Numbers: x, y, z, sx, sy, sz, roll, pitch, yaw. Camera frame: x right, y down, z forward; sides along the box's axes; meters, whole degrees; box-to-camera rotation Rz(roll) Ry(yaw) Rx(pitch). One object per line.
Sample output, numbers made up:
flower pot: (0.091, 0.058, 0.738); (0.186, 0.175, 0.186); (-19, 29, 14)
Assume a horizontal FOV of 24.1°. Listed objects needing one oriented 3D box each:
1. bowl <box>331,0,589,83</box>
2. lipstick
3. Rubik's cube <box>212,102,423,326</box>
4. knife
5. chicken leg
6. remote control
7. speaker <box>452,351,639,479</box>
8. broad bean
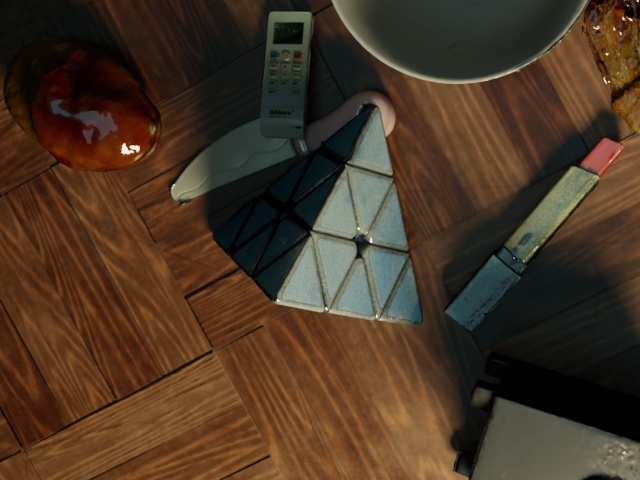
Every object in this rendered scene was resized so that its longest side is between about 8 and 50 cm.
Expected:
bowl: (0.181, -0.367, 1.843); (0.345, 0.157, 0.345); (2, 99, 13)
lipstick: (0.278, -0.013, 1.936); (0.051, 0.051, 0.312); (40, 103, 5)
Rubik's cube: (0.001, -0.002, 1.936); (0.228, 0.229, 0.233); (-18, 64, -13)
knife: (-0.061, -0.129, 2.000); (0.336, 0.043, 0.081); (-17, 89, 17)
chicken leg: (0.435, -0.205, 1.829); (0.177, 0.083, 0.322); (-20, 92, 48)
remote control: (-0.044, -0.217, 1.972); (0.065, 0.029, 0.166); (3, 85, 18)
speaker: (0.297, 0.278, 1.883); (0.254, 0.232, 0.184); (17, 101, 9)
broad bean: (-0.321, -0.181, 2.008); (0.228, 0.122, 0.156); (36, 107, 2)
